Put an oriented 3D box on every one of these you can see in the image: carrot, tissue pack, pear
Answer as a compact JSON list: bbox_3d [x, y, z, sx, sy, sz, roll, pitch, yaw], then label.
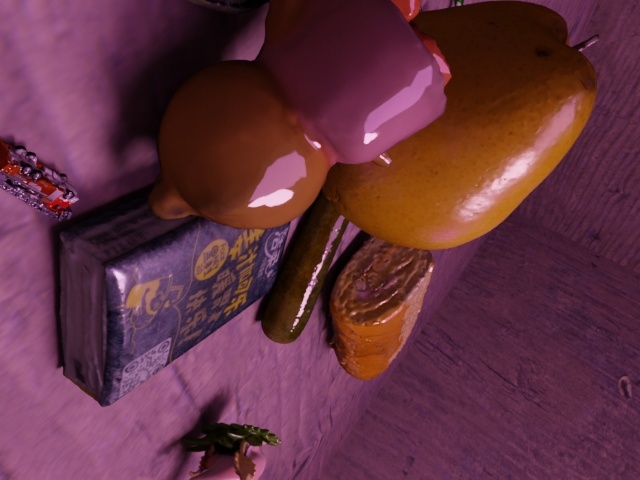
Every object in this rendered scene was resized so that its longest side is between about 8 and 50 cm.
[{"bbox_3d":[0.000,0.000,0.884,0.074,0.074,0.359,-7,124,-66],"label":"carrot"},{"bbox_3d":[-0.133,0.029,0.584,0.257,0.081,0.185,-35,152,-48],"label":"tissue pack"},{"bbox_3d":[0.148,-0.130,0.682,0.285,0.336,0.285,-17,110,-54],"label":"pear"}]

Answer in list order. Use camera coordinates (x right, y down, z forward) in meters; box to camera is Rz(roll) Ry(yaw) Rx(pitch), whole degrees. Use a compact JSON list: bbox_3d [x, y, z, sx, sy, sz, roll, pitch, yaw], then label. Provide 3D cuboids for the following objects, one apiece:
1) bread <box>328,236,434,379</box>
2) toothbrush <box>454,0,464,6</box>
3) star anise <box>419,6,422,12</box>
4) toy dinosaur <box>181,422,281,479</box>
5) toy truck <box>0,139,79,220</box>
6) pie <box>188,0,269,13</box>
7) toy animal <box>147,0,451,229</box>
[{"bbox_3d":[0.118,0.157,1.252,0.236,0.165,0.375,-49,160,-19],"label":"bread"},{"bbox_3d":[0.219,-0.395,0.909,0.030,0.030,0.304,-45,159,-34],"label":"toothbrush"},{"bbox_3d":[0.141,-0.262,0.847,0.234,0.073,0.177,16,96,-62],"label":"star anise"},{"bbox_3d":[-0.154,0.393,0.913,0.194,0.152,0.177,72,22,-53],"label":"toy dinosaur"},{"bbox_3d":[-0.202,-0.040,0.406,0.032,0.024,0.083,-36,157,1],"label":"toy truck"},{"bbox_3d":[-0.043,-0.280,0.400,0.240,0.054,0.240,-47,158,-25],"label":"pie"},{"bbox_3d":[-0.021,-0.104,0.477,0.281,0.169,0.195,-31,125,4],"label":"toy animal"}]
